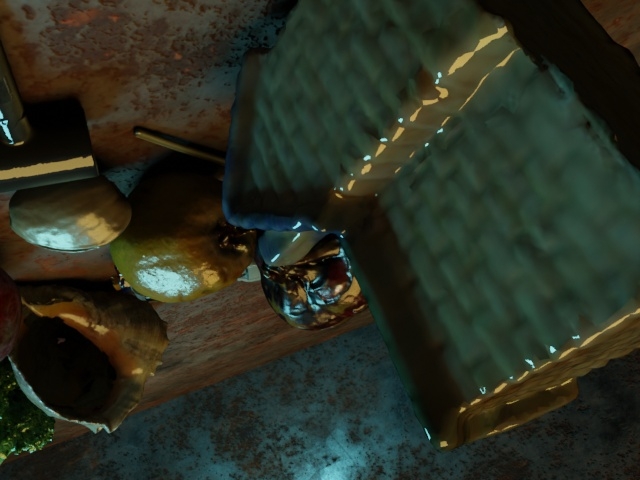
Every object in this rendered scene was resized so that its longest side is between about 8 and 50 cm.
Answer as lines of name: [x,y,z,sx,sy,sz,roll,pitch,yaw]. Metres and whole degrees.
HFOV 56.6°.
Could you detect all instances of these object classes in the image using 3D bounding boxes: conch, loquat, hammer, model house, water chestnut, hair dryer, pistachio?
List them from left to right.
hair dryer: [-0.329,-0.132,0.559,0.195,0.078,0.248,-14,152,-19]
pistachio: [-0.318,-0.038,0.759,0.149,0.113,0.113,-16,163,1]
conch: [-0.466,0.222,1.137,0.352,0.297,0.210,26,130,-35]
loquat: [-0.190,-0.004,0.846,0.234,0.187,0.176,-3,166,28]
hammer: [-0.170,-0.110,0.806,0.028,0.060,0.195,-30,156,30]
water chestnut: [0.000,0.000,0.943,0.244,0.289,0.289,6,152,-25]
model house: [0.153,-0.041,0.639,0.395,0.445,0.400,1,143,-45]

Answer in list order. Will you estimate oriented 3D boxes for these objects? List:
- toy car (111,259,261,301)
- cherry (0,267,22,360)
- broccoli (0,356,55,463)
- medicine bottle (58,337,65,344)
toy car: [-0.226,0.041,1.094,0.301,0.118,0.193,-14,164,-15]
cherry: [-0.529,0.121,0.864,0.175,0.192,0.250,5,157,3]
broccoli: [-0.715,0.315,1.081,0.413,0.321,0.310,9,117,-53]
medicine bottle: [-0.626,0.269,1.385,0.115,0.078,0.219,-22,163,13]
